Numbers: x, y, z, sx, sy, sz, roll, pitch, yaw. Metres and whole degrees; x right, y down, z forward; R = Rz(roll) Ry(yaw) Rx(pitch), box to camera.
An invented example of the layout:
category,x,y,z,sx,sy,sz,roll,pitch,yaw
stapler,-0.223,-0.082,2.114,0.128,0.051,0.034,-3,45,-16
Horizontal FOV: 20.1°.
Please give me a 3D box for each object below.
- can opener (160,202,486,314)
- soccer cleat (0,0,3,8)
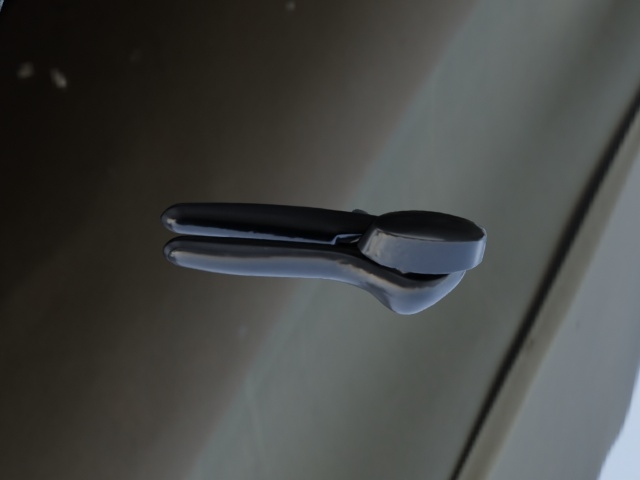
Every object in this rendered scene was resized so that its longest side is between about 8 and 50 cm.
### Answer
category,x,y,z,sx,sy,sz,roll,pitch,yaw
can opener,0.000,0.000,1.043,0.186,0.073,0.059,6,-142,-7
soccer cleat,-0.270,-0.135,1.165,0.121,0.289,0.093,14,-160,15
